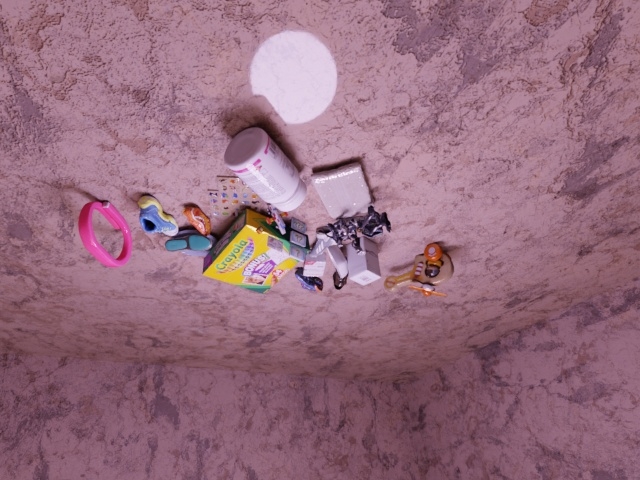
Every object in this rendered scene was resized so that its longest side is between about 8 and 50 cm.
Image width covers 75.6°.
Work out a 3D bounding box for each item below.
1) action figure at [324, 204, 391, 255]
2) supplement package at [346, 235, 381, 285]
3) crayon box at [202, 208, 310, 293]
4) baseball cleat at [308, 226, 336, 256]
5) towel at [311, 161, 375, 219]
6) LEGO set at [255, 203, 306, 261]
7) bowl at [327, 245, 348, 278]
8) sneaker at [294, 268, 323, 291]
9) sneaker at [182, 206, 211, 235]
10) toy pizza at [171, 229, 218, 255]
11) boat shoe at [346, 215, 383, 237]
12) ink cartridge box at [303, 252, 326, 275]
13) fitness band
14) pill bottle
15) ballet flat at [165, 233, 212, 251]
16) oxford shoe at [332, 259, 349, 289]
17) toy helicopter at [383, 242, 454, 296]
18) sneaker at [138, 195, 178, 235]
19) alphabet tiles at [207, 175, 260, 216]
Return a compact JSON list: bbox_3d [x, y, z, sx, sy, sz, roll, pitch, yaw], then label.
[{"bbox_3d":[0.131,-0.031,1.629,0.275,0.141,0.164,-26,135,36],"label":"action figure"},{"bbox_3d":[0.193,0.092,1.861,0.105,0.179,0.105,-31,138,35],"label":"supplement package"},{"bbox_3d":[-0.277,0.062,1.764,0.313,0.106,0.363,23,129,-33],"label":"crayon box"},{"bbox_3d":[0.000,0.000,1.824,0.109,0.072,0.206,38,128,-25],"label":"baseball cleat"},{"bbox_3d":[0.093,-0.182,1.559,0.187,0.049,0.282,-13,146,12],"label":"towel"},{"bbox_3d":[-0.141,-0.040,1.629,0.244,0.182,0.060,26,144,-36],"label":"LEGO set"},{"bbox_3d":[0.083,0.089,1.898,0.053,0.142,0.142,-27,146,-4],"label":"bowl"},{"bbox_3d":[-0.072,0.214,2.117,0.087,0.083,0.221,-15,143,26],"label":"sneaker"},{"bbox_3d":[-0.494,-0.080,1.667,0.067,0.064,0.175,10,147,21],"label":"sneaker"},{"bbox_3d":[-0.546,0.006,1.802,0.201,0.032,0.201,-1,147,-1],"label":"toy pizza"},{"bbox_3d":[0.171,-0.052,1.728,0.183,0.083,0.065,-9,146,10],"label":"boat shoe"},{"bbox_3d":[-0.030,0.115,1.988,0.099,0.056,0.135,2,146,-7],"label":"ink cartridge box"},{"bbox_3d":[-0.813,-0.021,1.577,0.054,0.209,0.291,-7,147,4],"label":"fitness band"},{"bbox_3d":[-0.171,-0.224,1.369,0.160,0.160,0.283,-18,143,22],"label":"pill bottle"},{"bbox_3d":[-0.542,0.009,1.723,0.213,0.072,0.068,-4,-175,11],"label":"ballet flat"},{"bbox_3d":[0.111,0.176,2.061,0.083,0.096,0.227,2,145,-4],"label":"oxford shoe"},{"bbox_3d":[0.467,0.183,1.972,0.355,0.235,0.140,-24,141,29],"label":"toy helicopter"},{"bbox_3d":[-0.640,-0.060,1.608,0.091,0.126,0.240,-10,146,10],"label":"sneaker"},{"bbox_3d":[-0.329,-0.163,1.587,0.198,0.009,0.237,2,146,-7],"label":"alphabet tiles"}]
